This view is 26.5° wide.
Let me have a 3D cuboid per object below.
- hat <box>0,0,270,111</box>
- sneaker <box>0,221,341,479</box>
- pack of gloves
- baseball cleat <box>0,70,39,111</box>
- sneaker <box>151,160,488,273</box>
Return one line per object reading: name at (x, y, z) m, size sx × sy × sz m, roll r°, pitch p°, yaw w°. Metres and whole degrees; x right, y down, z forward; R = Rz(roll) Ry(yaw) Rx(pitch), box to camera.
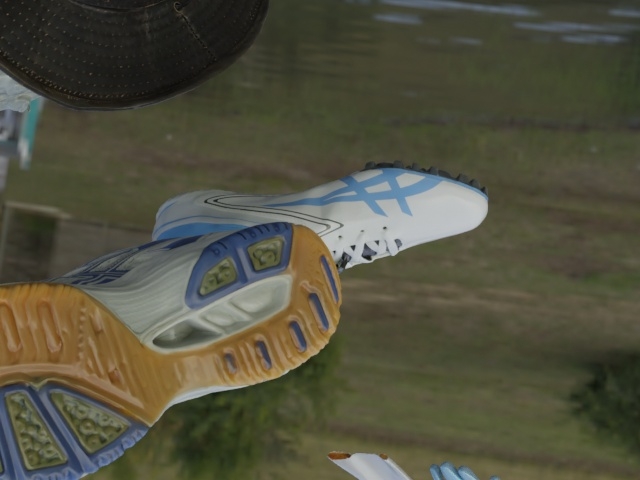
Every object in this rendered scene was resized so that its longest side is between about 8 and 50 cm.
hat at (-0.133, -0.253, 0.919) m, size 0.331 × 0.331 × 0.134 m, roll 10°, pitch 153°, yaw -38°
sneaker at (-0.135, 0.066, 0.783) m, size 0.296 × 0.112 × 0.131 m, roll -13°, pitch -174°, yaw -31°
pack of gloves at (0.141, 0.280, 1.324) m, size 0.195 × 0.046 × 0.232 m, roll -5°, pitch 144°, yaw 46°
baseball cleat at (-0.214, -0.175, 1.157) m, size 0.206 × 0.109 × 0.072 m, roll -16°, pitch 159°, yaw -20°
sneaker at (0.000, 0.000, 0.939) m, size 0.237 × 0.086 × 0.085 m, roll -8°, pitch 157°, yaw 8°
